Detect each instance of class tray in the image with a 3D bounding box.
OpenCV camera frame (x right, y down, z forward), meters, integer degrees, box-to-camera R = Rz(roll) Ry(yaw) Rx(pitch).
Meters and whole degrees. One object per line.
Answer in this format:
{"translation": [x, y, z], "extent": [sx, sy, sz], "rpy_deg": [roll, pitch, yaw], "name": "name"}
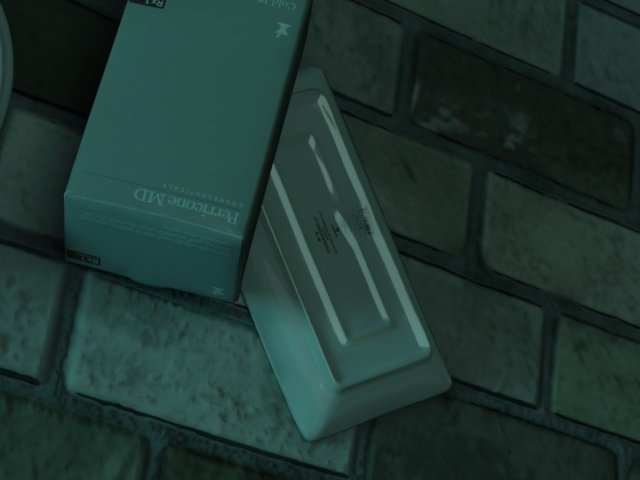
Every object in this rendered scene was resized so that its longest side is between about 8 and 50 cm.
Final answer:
{"translation": [0.000, 0.000, 1.278], "extent": [0.145, 0.030, 0.270], "rpy_deg": [-16, 80, -37], "name": "tray"}

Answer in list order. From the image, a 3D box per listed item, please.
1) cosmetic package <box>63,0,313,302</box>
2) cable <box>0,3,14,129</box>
{"translation": [-0.087, -0.090, 1.195], "extent": [0.127, 0.107, 0.238], "rpy_deg": [12, 59, -1], "name": "cosmetic package"}
{"translation": [-0.319, -0.115, 1.088], "extent": [0.257, 0.089, 0.257], "rpy_deg": [40, 55, -12], "name": "cable"}
